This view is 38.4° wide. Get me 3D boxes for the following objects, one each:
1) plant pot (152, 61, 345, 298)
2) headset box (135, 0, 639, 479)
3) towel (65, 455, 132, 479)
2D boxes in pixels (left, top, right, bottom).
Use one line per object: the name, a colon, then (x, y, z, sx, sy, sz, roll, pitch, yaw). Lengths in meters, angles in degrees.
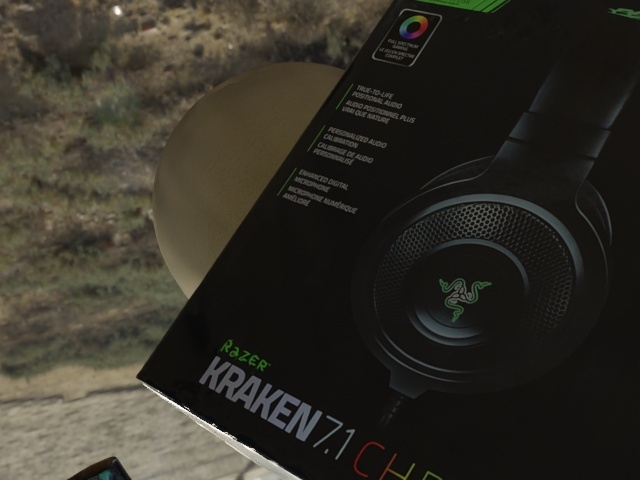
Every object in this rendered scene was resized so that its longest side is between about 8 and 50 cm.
plant pot: (0.000, 0.000, 0.701, 0.257, 0.256, 0.274, -18, -164, -5)
headset box: (0.105, 0.015, 0.422, 0.283, 0.246, 0.131, -56, 141, -15)
towel: (-0.131, 0.336, 0.537, 0.272, 0.370, 0.040, -31, -165, -2)
